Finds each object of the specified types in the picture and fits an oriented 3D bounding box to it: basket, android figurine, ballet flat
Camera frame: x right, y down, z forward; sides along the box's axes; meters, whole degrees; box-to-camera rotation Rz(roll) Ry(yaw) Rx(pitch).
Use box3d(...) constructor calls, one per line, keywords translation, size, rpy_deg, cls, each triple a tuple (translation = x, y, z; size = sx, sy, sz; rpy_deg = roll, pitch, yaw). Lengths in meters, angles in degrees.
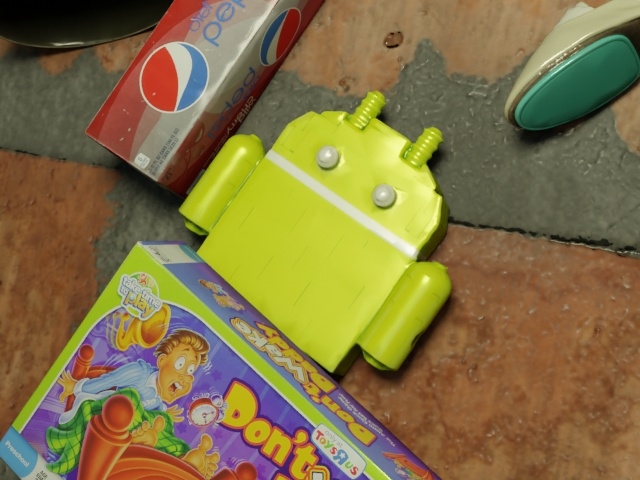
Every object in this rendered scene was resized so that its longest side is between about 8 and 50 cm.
box3d(translation=(-0.229, -0.322, 1.071), size=(0.204, 0.154, 0.226), rpy_deg=(-15, 71, 21), cls="basket")
box3d(translation=(0.000, 0.000, 0.990), size=(0.248, 0.056, 0.273), rpy_deg=(37, 92, 19), cls="android figurine")
box3d(translation=(0.255, -0.177, 0.948), size=(0.248, 0.086, 0.086), rpy_deg=(-28, 73, 7), cls="ballet flat")

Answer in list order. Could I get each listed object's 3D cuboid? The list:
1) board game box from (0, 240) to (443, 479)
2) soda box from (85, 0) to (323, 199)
box3d(translation=(-0.076, 0.197, 0.928), size=(0.347, 0.078, 0.233), rpy_deg=(41, 105, 18), cls="board game box")
box3d(translation=(-0.094, -0.173, 1.034), size=(0.092, 0.083, 0.263), rpy_deg=(34, 89, 18), cls="soda box")
